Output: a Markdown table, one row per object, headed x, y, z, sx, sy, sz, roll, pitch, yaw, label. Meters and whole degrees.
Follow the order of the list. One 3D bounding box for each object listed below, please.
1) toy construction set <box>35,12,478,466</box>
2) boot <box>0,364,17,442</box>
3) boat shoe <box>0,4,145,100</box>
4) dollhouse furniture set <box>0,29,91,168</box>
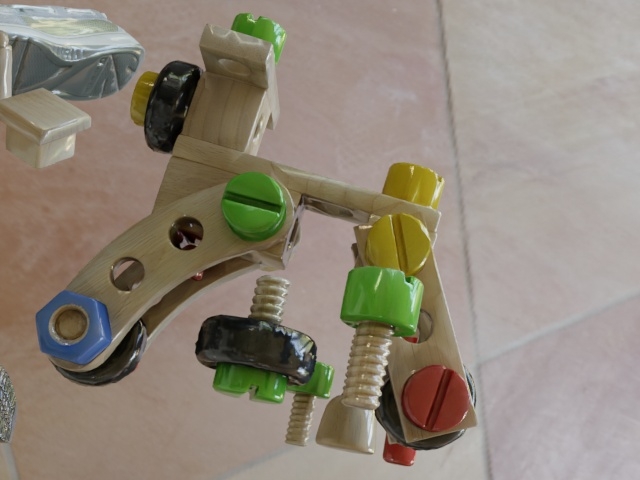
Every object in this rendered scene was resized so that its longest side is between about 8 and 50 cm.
| x | y | z | sx | sy | sz | roll | pitch | yaw | label |
| --- | --- | --- | --- | --- | --- | --- | --- | --- | --- |
| 0.000 | 0.000 | 0.651 | 0.309 | 0.257 | 0.237 | 38 | 60 | -58 | toy construction set |
| -0.436 | 0.171 | 1.182 | 0.137 | 0.077 | 0.198 | -6 | 140 | 6 | boot |
| -0.342 | -0.224 | 1.207 | 0.320 | 0.103 | 0.118 | -16 | 150 | -54 | boat shoe |
| -0.367 | -0.155 | 0.626 | 0.303 | 0.355 | 0.174 | -33 | 145 | -48 | dollhouse furniture set |
